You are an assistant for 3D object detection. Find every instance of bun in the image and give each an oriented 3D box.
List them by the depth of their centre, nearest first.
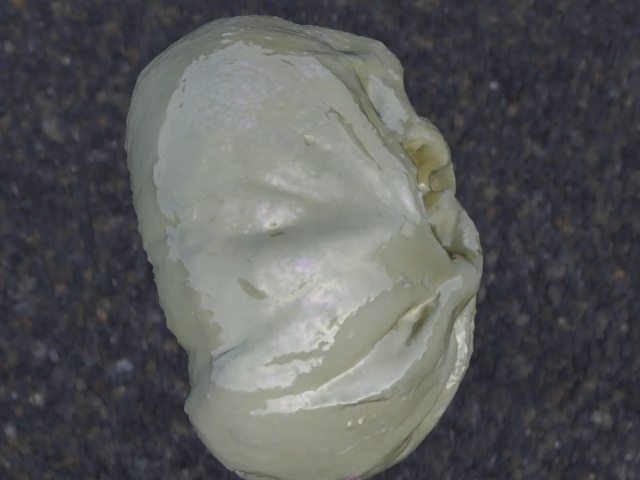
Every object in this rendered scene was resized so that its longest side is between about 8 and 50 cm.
[{"bbox_3d":[0.000,0.000,1.157,0.219,0.365,0.365,-17,59,6],"label":"bun"}]
